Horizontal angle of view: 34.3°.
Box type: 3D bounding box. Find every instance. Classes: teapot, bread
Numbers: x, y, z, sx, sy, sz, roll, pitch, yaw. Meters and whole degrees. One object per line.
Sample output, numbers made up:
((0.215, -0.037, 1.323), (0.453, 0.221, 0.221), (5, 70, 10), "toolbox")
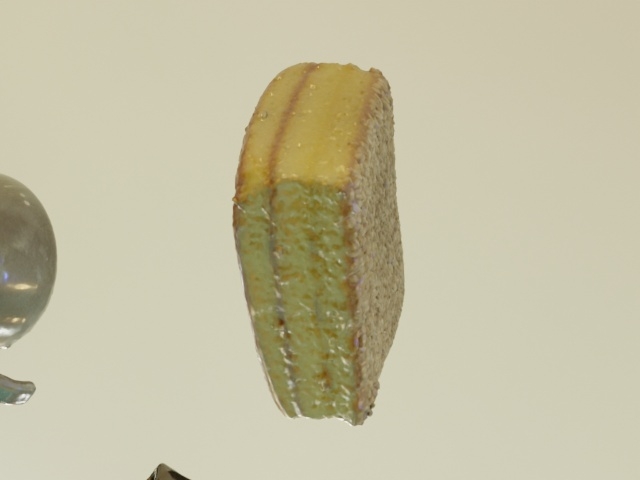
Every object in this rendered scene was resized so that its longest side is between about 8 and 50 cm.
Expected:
((-0.466, 0.061, 1.189), (0.223, 0.285, 0.306), (-19, -100, 29), "teapot")
((0.000, 0.000, 0.802), (0.110, 0.184, 0.234), (3, -54, 12), "bread")

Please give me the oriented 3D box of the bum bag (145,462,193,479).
((-0.112, 0.287, 0.561), (0.142, 0.327, 0.080), (-2, -16, 13), "bum bag")
